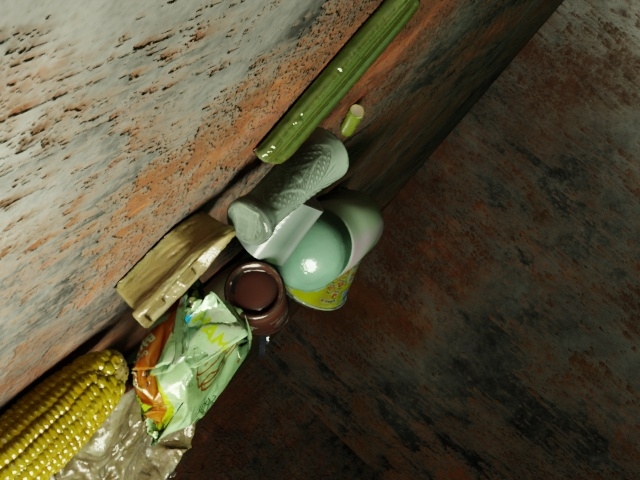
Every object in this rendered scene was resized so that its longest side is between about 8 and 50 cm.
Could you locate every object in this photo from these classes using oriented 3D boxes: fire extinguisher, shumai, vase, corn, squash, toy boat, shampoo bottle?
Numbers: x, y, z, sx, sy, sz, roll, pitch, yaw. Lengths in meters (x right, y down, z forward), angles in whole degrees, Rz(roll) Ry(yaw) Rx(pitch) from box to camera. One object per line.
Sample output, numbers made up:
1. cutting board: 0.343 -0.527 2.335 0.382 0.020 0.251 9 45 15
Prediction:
1. fire extinguisher: -0.108 0.131 1.833 0.344 0.102 0.138 88 6 -78
2. shumai: -0.370 0.294 1.755 0.346 0.217 0.283 -38 141 -25
3. vase: -0.051 -0.079 1.527 0.219 0.096 0.096 -46 176 -44
4. corn: -0.392 0.268 1.446 0.322 0.119 0.119 -45 175 -43
5. squash: 0.054 -0.209 1.815 0.027 0.027 0.083 -44 175 -25
6. toy boat: -0.203 0.032 1.445 0.188 0.061 0.116 -45 173 -9
7. shampoo bottle: 0.000 0.000 1.948 0.221 0.151 0.349 -19 -174 16

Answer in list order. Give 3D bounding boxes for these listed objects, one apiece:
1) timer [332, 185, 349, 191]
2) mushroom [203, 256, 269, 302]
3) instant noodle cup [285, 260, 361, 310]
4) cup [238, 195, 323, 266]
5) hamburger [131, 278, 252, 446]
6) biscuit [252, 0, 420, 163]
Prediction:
1. timer: 0.014 -0.068 2.430 0.128 0.047 0.140 -49 174 38
2. mushroom: -0.186 0.127 1.975 0.350 0.128 0.128 -34 167 -47
3. instant noodle cup: 0.006 0.054 2.597 0.205 0.205 0.153 -38 160 -57
4. cup: -0.083 -0.037 1.705 0.128 0.095 0.129 21 114 -45
5. hamburger: -0.185 0.173 1.598 0.276 0.150 0.261 -71 172 -59
6. biscuit: 0.029 -0.230 1.439 0.322 0.038 0.099 -47 171 11
